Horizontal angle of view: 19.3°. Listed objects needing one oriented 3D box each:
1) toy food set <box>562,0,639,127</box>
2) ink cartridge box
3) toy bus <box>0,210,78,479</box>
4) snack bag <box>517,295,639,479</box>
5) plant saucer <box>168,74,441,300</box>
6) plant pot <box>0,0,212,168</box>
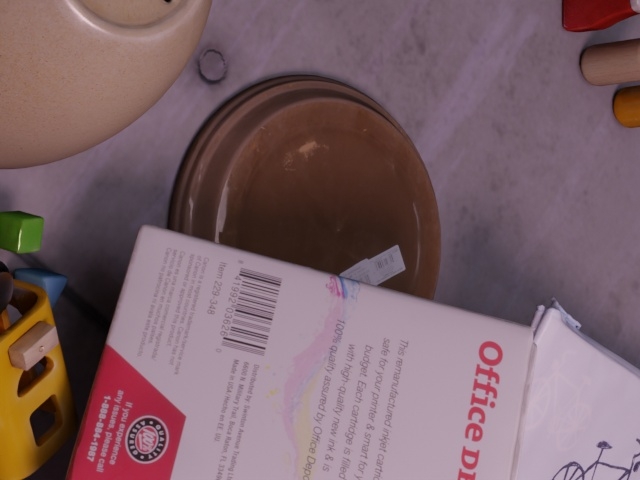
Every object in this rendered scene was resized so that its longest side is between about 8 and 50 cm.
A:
[{"bbox_3d":[0.299,-0.226,1.742,0.111,0.104,0.232,5,86,-37],"label":"toy food set"},{"bbox_3d":[-0.017,0.144,1.369,0.306,0.131,0.226,17,59,-4],"label":"ink cartridge box"},{"bbox_3d":[-0.232,0.068,1.301,0.202,0.104,0.191,24,81,-60],"label":"toy bus"},{"bbox_3d":[0.198,0.247,1.599,0.323,0.037,0.342,31,82,-52],"label":"snack bag"},{"bbox_3d":[0.000,0.000,1.554,0.278,0.041,0.278,2,87,-38],"label":"plant saucer"},{"bbox_3d":[-0.184,-0.197,1.327,0.284,0.191,0.284,2,87,-36],"label":"plant pot"}]
